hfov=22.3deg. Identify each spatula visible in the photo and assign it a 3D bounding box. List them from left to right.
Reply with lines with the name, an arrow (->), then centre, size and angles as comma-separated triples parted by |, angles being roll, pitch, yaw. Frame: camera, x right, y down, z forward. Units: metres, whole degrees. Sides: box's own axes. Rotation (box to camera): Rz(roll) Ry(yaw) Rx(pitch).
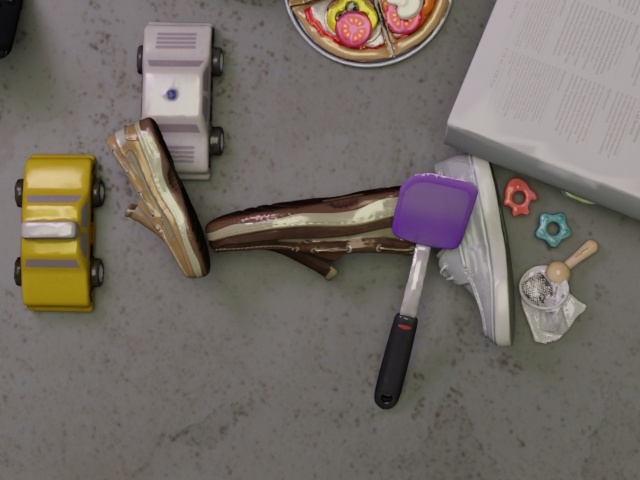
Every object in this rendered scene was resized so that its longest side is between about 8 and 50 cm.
spatula -> 0.102, 0.060, 1.825 | 0.084, 0.030, 0.296 | 13, 109, 0

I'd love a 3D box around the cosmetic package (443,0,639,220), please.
cosmetic package -> 0.337, -0.234, 1.811 | 0.284, 0.097, 0.377 | 22, 80, 6

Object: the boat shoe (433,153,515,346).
boat shoe -> 0.173, 0.012, 1.852 | 0.081, 0.079, 0.227 | -10, 82, 12

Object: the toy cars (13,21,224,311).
toy cars -> -0.236, -0.087, 1.869 | 0.176, 0.087, 0.393 | 42, 91, 4

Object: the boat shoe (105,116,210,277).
boat shoe -> -0.185, -0.040, 1.819 | 0.072, 0.068, 0.190 | -22, 95, 3

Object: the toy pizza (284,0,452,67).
toy pizza -> 0.055, -0.302, 1.887 | 0.201, 0.032, 0.201 | 0, 88, 4

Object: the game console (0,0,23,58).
game console -> -0.459, -0.365, 1.814 | 0.293, 0.250, 0.173 | 15, 124, -13

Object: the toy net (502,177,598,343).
toy net -> 0.263, 0.001, 1.850 | 0.122, 0.045, 0.232 | 12, 88, -5

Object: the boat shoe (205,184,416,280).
boat shoe -> 0.000, 0.001, 1.851 | 0.258, 0.095, 0.095 | -8, 97, 5
